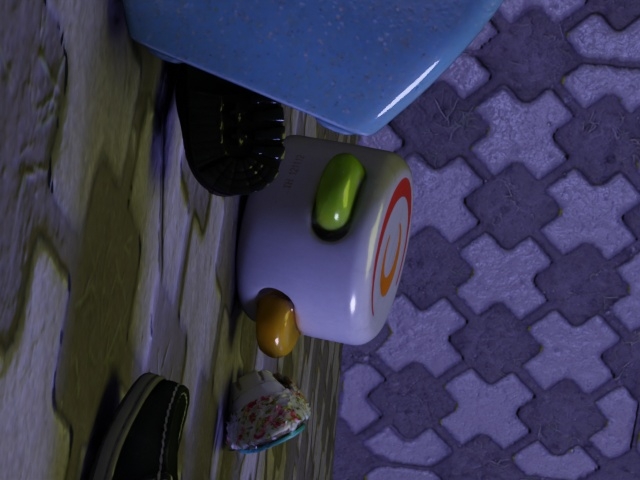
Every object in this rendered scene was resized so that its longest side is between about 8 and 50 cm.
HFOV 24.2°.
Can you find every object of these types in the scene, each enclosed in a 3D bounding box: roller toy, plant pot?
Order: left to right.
[{"bbox_3d":[0.000,0.000,1.455,0.191,0.146,0.209,-42,141,-67],"label":"roller toy"},{"bbox_3d":[0.011,-0.204,0.839,0.248,0.247,0.252,-64,177,-78],"label":"plant pot"}]

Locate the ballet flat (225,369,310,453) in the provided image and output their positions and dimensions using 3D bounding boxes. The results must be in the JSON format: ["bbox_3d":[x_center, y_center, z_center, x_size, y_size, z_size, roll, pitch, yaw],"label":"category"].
[{"bbox_3d":[-0.058,0.167,1.483,0.241,0.091,0.077,92,-26,-84],"label":"ballet flat"}]

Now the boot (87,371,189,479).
[{"bbox_3d":[-0.050,0.191,0.846,0.085,0.178,0.236,90,8,-51],"label":"boot"}]

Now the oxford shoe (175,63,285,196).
[{"bbox_3d":[-0.065,-0.142,0.996,0.096,0.082,0.227,173,-77,-75],"label":"oxford shoe"}]
